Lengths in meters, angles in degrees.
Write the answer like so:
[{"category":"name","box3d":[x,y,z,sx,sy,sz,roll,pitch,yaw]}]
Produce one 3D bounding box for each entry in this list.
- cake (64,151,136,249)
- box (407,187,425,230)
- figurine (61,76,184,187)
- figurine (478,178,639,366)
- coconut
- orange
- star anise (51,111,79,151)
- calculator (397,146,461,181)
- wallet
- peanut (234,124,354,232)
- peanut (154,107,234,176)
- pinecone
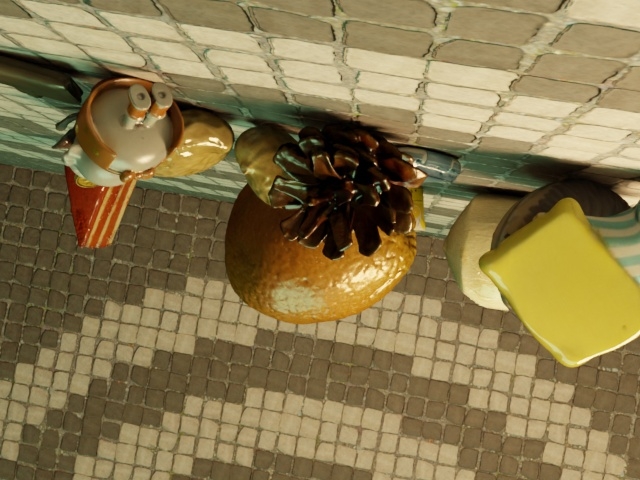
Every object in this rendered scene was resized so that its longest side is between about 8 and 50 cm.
[{"category":"cake","box3d":[-0.522,-0.119,2.106,0.160,0.262,0.158,-11,176,17]},{"category":"box","box3d":[0.084,-0.051,1.866,0.168,0.097,0.265,1,171,-40]},{"category":"figurine","box3d":[-0.278,-0.131,1.168,0.143,0.143,0.271,11,140,-23]},{"category":"figurine","box3d":[0.460,-0.023,1.349,0.361,0.266,0.377,-19,-160,25]},{"category":"coconut","box3d":[0.372,0.021,1.689,0.247,0.245,0.245,10,178,29]},{"category":"orange","box3d":[0.000,0.000,1.587,0.357,0.322,0.322,-4,174,15]},{"category":"star anise","box3d":[-0.383,-0.185,1.510,0.231,0.089,0.209,15,-167,1]},{"category":"calculator","box3d":[0.139,-0.124,1.389,0.121,0.039,0.210,13,178,-24]},{"category":"wallet","box3d":[-0.409,-0.228,1.161,0.153,0.038,0.118,14,176,-5]},{"category":"peanut","box3d":[-0.028,-0.095,1.371,0.263,0.117,0.101,26,179,-28]},{"category":"peanut","box3d":[-0.243,-0.156,1.347,0.233,0.110,0.197,9,-174,37]},{"category":"pinecone","box3d":[0.034,-0.068,1.219,0.229,0.202,0.201,20,-147,-8]}]
